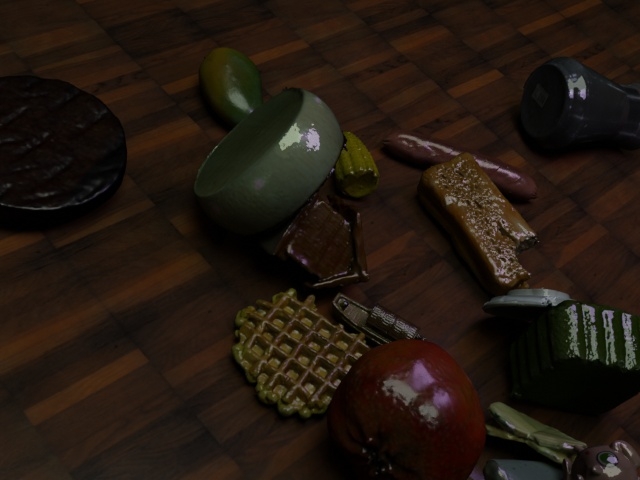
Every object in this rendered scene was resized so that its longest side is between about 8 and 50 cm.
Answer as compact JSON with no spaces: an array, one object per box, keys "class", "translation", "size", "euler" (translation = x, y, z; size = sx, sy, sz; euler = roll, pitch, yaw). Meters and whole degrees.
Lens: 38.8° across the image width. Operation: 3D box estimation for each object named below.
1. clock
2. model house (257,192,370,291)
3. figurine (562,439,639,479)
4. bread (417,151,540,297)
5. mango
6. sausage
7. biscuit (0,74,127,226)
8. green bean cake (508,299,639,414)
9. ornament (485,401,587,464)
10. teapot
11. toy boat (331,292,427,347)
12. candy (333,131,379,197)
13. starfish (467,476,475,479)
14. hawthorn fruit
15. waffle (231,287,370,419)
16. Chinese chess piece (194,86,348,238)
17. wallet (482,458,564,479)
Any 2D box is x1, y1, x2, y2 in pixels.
[{"class":"clock","translation":[0.470,0.138,1.974],"size":[0.236,0.236,0.053],"euler":[10,77,-12]},{"class":"model house","translation":[-0.001,-0.001,1.972],"size":[0.229,0.199,0.220],"euler":[42,83,-18]},{"class":"figurine","translation":[0.518,0.426,1.653],"size":[0.138,0.125,0.125],"euler":[-4,49,0]},{"class":"bread","translation":[0.392,-0.038,2.172],"size":[0.185,0.109,0.380],"euler":[-21,60,-19]},{"class":"mango","translation":[-0.217,-0.370,2.254],"size":[0.156,0.114,0.251],"euler":[2,60,-33]},{"class":"sausage","translation":[0.366,-0.196,2.333],"size":[0.432,0.088,0.088],"euler":[20,45,-3]},{"class":"biscuit","translation":[-0.617,-0.190,1.945],"size":[0.407,0.091,0.408],"euler":[12,48,-13]},{"class":"green bean cake","translation":[0.538,0.243,1.873],"size":[0.246,0.250,0.156],"euler":[12,58,-13]},{"class":"ornament","translation":[0.436,0.386,1.813],"size":[0.201,0.059,0.180],"euler":[22,6,31]},{"class":"teapot","translation":[0.744,-0.372,2.559],"size":[0.343,0.253,0.300],"euler":[5,16,-26]},{"class":"toy boat","translation":[0.127,0.177,1.898],"size":[0.226,0.088,0.068],"euler":[31,46,7]},{"class":"candy","translation":[0.076,-0.195,2.215],"size":[0.106,0.094,0.199],"euler":[-22,43,7]},{"class":"starfish","translation":[0.349,0.530,1.668],"size":[0.277,0.062,0.236],"euler":[39,37,-3]},{"class":"hawthorn fruit","translation":[0.180,0.312,1.676],"size":[0.287,0.287,0.330],"euler":[36,41,13]},{"class":"waffle","translation":[-0.030,0.223,1.817],"size":[0.281,0.058,0.301],"euler":[-20,58,-35]},{"class":"Chinese chess piece","translation":[-0.110,-0.167,1.950],"size":[0.146,0.349,0.349],"euler":[46,40,-24]},{"class":"wallet","translation":[0.485,0.519,1.686],"size":[0.360,0.083,0.252],"euler":[9,40,-28]}]
